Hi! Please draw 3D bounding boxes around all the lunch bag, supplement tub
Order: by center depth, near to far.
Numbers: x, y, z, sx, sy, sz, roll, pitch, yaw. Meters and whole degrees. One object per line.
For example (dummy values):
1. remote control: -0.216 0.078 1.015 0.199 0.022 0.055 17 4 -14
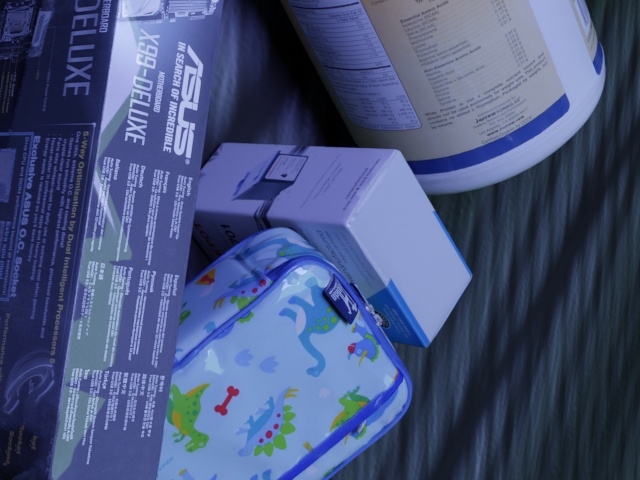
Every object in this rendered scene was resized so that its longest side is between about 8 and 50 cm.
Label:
1. lunch bag: -0.053 0.112 0.826 0.219 0.090 0.176 -37 122 -8
2. supplement tub: 0.082 -0.220 0.967 0.228 0.228 0.316 -53 129 -32

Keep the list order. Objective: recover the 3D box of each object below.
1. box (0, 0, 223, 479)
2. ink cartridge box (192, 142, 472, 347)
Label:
1. box: -0.177 -0.029 0.677 0.076 0.242 0.307 12 83 -48
2. ink cartridge box: 0.000 0.000 0.916 0.082 0.191 0.139 -56 130 -28
